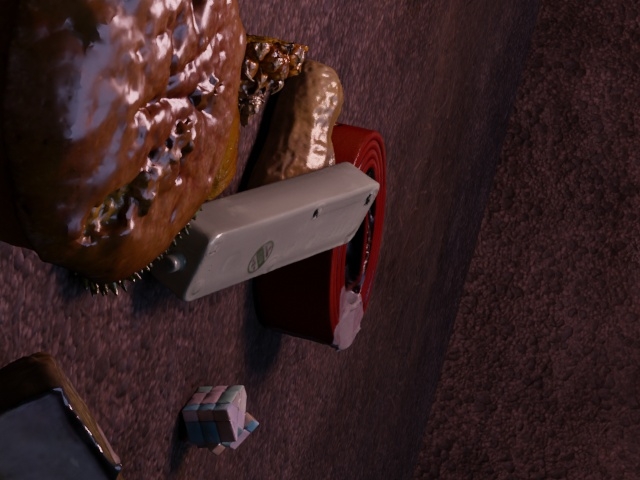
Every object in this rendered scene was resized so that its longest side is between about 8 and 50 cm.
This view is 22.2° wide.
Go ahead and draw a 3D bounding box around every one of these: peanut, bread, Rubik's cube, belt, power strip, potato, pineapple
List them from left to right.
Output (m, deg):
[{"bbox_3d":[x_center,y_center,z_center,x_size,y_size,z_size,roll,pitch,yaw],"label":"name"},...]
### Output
[{"bbox_3d":[-0.268,0.198,1.331,0.189,0.211,0.264,60,-6,-18],"label":"potato"},{"bbox_3d":[-0.174,-0.119,1.209,0.312,0.172,0.312,11,90,-68],"label":"bread"},{"bbox_3d":[-0.118,0.214,1.935,0.084,0.075,0.073,-35,119,-49],"label":"Rubik's cube"},{"bbox_3d":[-0.079,-0.180,1.780,0.114,0.077,0.114,-3,123,-40],"label":"pineapple"},{"bbox_3d":[-0.060,-0.014,1.808,0.385,0.062,0.091,-19,142,-57],"label":"power strip"},{"bbox_3d":[-0.030,-0.116,1.966,0.099,0.099,0.214,59,40,-70],"label":"peanut"},{"bbox_3d":[0.000,0.000,2.129,0.227,0.115,0.324,-51,150,-55],"label":"belt"}]

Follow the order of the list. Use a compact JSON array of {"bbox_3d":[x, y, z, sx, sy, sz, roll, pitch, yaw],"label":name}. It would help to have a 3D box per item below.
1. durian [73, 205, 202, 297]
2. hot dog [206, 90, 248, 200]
[{"bbox_3d":[-0.156,-0.037,1.532,0.137,0.095,0.221,70,43,-65],"label":"durian"},{"bbox_3d":[-0.119,-0.149,1.640,0.088,0.061,0.286,-54,155,-31],"label":"hot dog"}]
